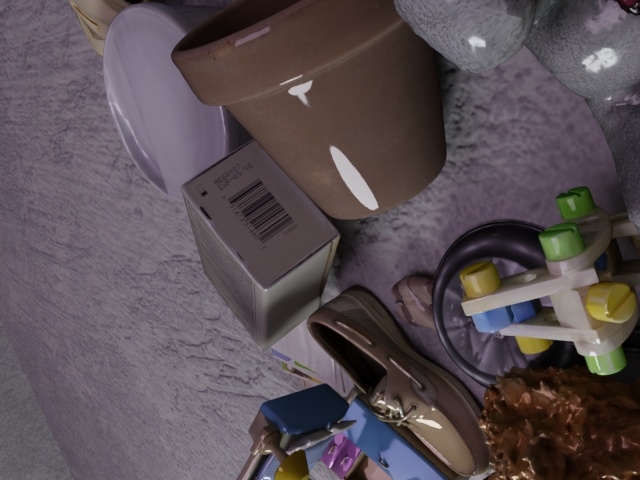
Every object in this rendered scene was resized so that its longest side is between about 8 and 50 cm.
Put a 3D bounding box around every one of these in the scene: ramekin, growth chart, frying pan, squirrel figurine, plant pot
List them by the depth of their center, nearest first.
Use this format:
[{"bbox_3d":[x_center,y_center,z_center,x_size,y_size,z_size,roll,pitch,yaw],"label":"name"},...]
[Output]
[{"bbox_3d":[0.279,0.289,0.636,0.370,0.280,0.397,10,112,56],"label":"squirrel figurine"},{"bbox_3d":[0.017,-0.151,0.656,0.263,0.263,0.229,3,130,46],"label":"plant pot"},{"bbox_3d":[0.244,0.110,0.664,0.326,0.053,0.197,36,118,32],"label":"frying pan"},{"bbox_3d":[-0.174,-0.196,0.898,0.272,0.127,0.273,24,128,35],"label":"ramekin"},{"bbox_3d":[-0.030,0.169,1.040,0.237,0.021,0.172,25,129,35],"label":"growth chart"}]

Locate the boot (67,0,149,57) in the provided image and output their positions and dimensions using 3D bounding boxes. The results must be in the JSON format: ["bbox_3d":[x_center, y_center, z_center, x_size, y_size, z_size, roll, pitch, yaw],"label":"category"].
[{"bbox_3d":[-0.342,-0.413,0.940,0.262,0.095,0.203,61,156,-6],"label":"boot"}]

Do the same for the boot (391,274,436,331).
[{"bbox_3d":[0.138,0.096,0.809,0.087,0.042,0.119,-19,95,54],"label":"boot"}]

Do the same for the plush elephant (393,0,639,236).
[{"bbox_3d":[0.239,-0.187,0.360,0.272,0.330,0.255,40,134,-16],"label":"plush elephant"}]

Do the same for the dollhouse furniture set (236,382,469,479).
[{"bbox_3d":[0.002,0.359,0.834,0.198,0.303,0.287,37,107,29],"label":"dollhouse furniture set"}]

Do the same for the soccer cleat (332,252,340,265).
[{"bbox_3d":[0.000,0.000,0.905,0.083,0.029,0.036,53,144,17],"label":"soccer cleat"}]

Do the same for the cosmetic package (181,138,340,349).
[{"bbox_3d":[-0.078,0.022,0.845,0.160,0.113,0.309,50,164,12],"label":"cosmetic package"}]

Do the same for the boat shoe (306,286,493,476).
[{"bbox_3d":[0.101,0.198,0.856,0.302,0.098,0.109,49,139,15],"label":"boat shoe"}]

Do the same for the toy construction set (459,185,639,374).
[{"bbox_3d":[0.287,0.020,0.467,0.327,0.215,0.151,7,117,44],"label":"toy construction set"}]
